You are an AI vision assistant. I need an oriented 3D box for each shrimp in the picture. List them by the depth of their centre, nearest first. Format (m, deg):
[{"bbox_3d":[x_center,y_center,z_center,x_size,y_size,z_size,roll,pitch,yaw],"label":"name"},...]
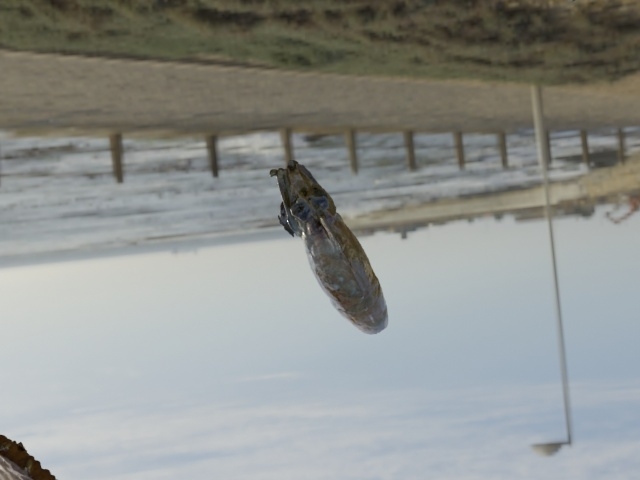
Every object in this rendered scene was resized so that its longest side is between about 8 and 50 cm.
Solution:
[{"bbox_3d":[0.000,0.000,0.895,0.047,0.223,0.126,-34,-133,-6],"label":"shrimp"}]

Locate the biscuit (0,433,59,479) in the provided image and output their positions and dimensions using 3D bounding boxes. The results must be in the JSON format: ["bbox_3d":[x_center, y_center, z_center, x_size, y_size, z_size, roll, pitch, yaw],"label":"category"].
[{"bbox_3d":[-0.362,0.322,1.194,0.305,0.305,0.038,-6,-156,34],"label":"biscuit"}]
